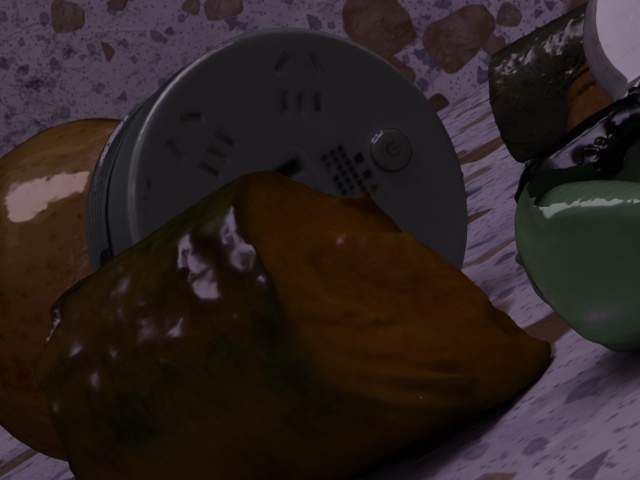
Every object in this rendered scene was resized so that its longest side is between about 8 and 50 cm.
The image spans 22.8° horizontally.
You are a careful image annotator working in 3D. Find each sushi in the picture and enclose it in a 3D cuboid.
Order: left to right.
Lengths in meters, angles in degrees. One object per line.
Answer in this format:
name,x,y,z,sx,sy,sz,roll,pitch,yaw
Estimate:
sushi,0.269,-0.057,1.258,0.225,0.127,0.124,-29,7,8

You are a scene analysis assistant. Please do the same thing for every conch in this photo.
conch,0.244,-0.022,1.042,0.251,0.137,0.143,-29,6,21

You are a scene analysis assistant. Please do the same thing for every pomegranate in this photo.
pomegranate,-0.256,0.044,1.694,0.410,0.410,0.410,-31,6,4

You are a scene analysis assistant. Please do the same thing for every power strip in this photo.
power strip,-0.049,-0.016,1.489,0.357,0.357,0.161,-34,6,-23

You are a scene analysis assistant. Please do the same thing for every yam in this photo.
yam,0.338,-0.218,2.047,0.268,0.161,0.161,-25,9,31

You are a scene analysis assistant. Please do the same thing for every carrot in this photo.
carrot,-0.036,0.077,1.182,0.341,0.241,0.241,-30,7,19

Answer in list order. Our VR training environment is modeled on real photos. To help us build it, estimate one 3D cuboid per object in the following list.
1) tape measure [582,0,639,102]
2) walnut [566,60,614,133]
tape measure,0.358,-0.188,1.411,0.258,0.130,0.265,-28,52,22
walnut,0.321,-0.136,1.586,0.144,0.144,0.180,-36,16,-34
